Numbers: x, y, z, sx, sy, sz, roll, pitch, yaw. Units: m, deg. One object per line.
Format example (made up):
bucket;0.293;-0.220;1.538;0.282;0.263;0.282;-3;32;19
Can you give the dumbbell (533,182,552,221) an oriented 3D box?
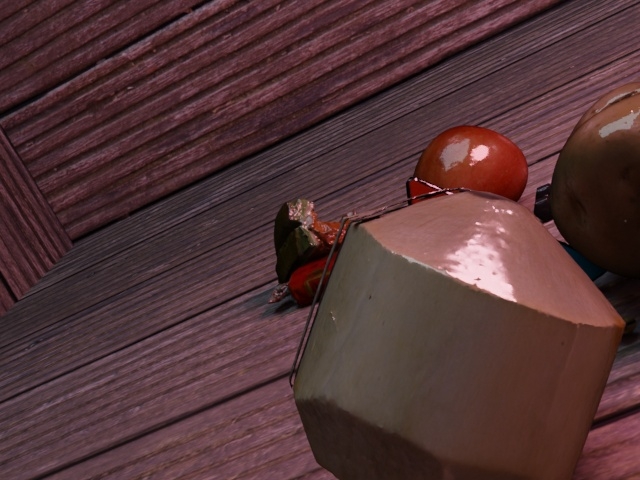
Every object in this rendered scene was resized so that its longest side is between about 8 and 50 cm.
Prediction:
dumbbell;0.357;-0.060;1.805;0.040;0.036;0.083;-23;15;21

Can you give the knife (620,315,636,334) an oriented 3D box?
knife;0.304;0.092;1.413;0.047;0.017;0.298;-33;10;-17

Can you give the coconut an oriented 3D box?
coconut;0.130;0.101;1.080;0.323;0.323;0.323;-27;14;7

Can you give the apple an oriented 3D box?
apple;0.248;-0.101;1.893;0.181;0.181;0.168;-10;47;53

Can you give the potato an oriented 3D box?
potato;0.395;-0.072;1.357;0.243;0.221;0.326;-55;-12;7

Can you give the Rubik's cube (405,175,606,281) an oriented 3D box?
Rubik's cube;0.162;0.077;1.443;0.284;0.250;0.234;-11;45;52

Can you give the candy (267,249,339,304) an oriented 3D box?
candy;0.022;0.057;1.995;0.292;0.059;0.086;-23;16;26

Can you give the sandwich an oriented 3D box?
sandwich;-0.003;0.005;2.089;0.159;0.109;0.185;-5;-28;-17
